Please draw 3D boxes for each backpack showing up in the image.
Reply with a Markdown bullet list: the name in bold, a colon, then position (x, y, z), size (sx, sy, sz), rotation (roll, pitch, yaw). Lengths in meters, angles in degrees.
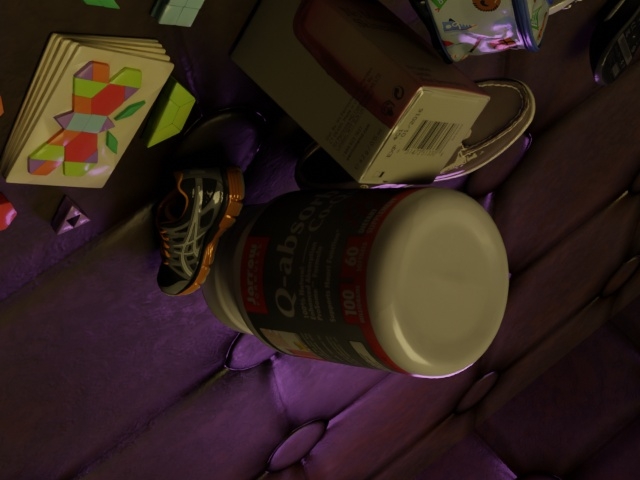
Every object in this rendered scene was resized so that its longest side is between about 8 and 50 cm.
- **backpack**: position (0.178, -0.321, 1.148), size (0.276, 0.213, 0.263), rotation (30, 64, -62)

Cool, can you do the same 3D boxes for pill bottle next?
- **pill bottle**: position (0.025, 0.043, 1.335), size (0.210, 0.363, 0.210), rotation (-1, 91, -40)

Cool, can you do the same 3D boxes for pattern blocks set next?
- **pattern blocks set**: position (-0.242, -0.126, 1.140), size (0.285, 0.026, 0.325), rotation (-16, 142, -43)

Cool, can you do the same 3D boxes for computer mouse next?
- **computer mouse**: position (0.515, -0.357, 1.819), size (0.262, 0.060, 0.184), rotation (-57, 148, 2)

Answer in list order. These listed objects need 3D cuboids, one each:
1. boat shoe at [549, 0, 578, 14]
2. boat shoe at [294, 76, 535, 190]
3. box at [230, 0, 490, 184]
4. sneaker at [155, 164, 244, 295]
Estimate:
- **boat shoe**: position (0.346, -0.358, 1.558), size (0.219, 0.078, 0.070), rotation (-36, 152, -18)
- **boat shoe**: position (0.121, -0.129, 1.436), size (0.324, 0.116, 0.097), rotation (-19, 172, 8)
- **box**: position (0.042, -0.179, 1.223), size (0.148, 0.232, 0.127), rotation (-3, 133, -53)
- **sneaker**: position (-0.165, -0.016, 1.365), size (0.083, 0.084, 0.215), rotation (7, 132, -26)
